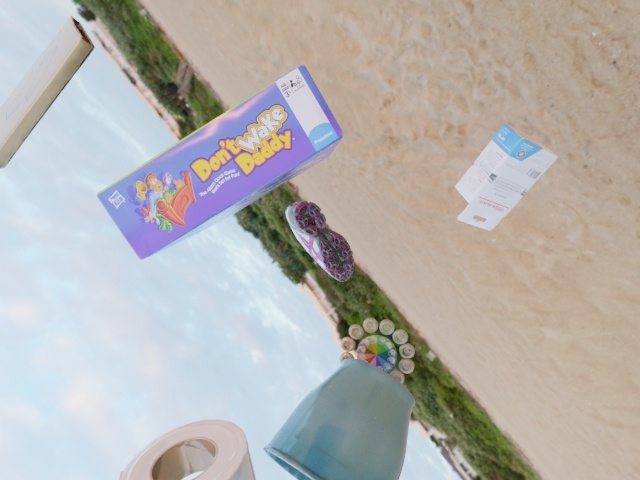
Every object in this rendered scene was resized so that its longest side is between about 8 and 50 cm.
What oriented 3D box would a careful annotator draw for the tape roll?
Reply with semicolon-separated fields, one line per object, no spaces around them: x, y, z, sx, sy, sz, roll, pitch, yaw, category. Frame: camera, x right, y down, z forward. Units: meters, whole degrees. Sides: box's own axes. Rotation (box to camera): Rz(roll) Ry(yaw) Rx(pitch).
-0.291;0.526;0.984;0.286;0.286;0.100;-122;20;-75;tape roll

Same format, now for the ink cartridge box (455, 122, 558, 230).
0.328;-0.112;0.823;0.104;0.180;0.060;14;-145;-29;ink cartridge box

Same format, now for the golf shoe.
0.000;0.000;0.875;0.186;0.067;0.086;56;161;-16;golf shoe

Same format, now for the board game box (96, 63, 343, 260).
-0.097;-0.095;0.588;0.078;0.233;0.347;59;-177;-7;board game box

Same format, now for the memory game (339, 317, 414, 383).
0.136;0.278;1.084;0.186;0.186;0.012;50;-169;1;memory game

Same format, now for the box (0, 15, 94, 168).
-0.389;-0.212;0.614;0.021;0.201;0.164;34;-171;-45;box

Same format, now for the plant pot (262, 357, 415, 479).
0.064;0.403;0.933;0.272;0.255;0.271;27;150;18;plant pot
